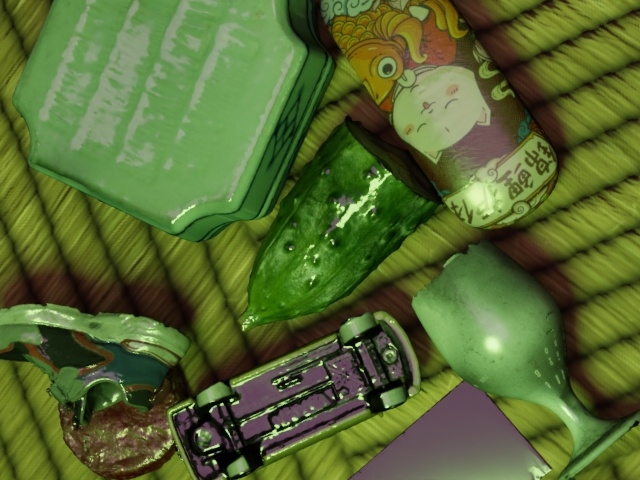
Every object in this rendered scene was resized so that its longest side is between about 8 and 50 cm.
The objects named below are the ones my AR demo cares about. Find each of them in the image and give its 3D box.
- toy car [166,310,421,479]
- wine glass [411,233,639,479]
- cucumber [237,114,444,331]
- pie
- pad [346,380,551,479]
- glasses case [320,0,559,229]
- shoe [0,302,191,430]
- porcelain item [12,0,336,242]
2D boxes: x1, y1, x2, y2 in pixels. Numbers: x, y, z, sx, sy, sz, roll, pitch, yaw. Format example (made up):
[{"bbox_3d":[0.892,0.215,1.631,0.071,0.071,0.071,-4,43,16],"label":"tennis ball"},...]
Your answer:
[{"bbox_3d":[-0.023,0.162,1.783,0.257,0.124,0.101,-24,82,2],"label":"toy car"},{"bbox_3d":[0.202,0.117,1.728,0.126,0.126,0.241,-42,82,8],"label":"wine glass"},{"bbox_3d":[0.002,0.002,1.786,0.134,0.134,0.244,45,101,12],"label":"cucumber"},{"bbox_3d":[-0.207,0.178,1.867,0.154,0.036,0.154,-1,84,15],"label":"pie"},{"bbox_3d":[0.124,0.246,1.802,0.190,0.004,0.127,-42,79,9],"label":"pad"},{"bbox_3d":[0.119,-0.157,1.782,0.122,0.082,0.321,-35,80,8],"label":"glasses case"},{"bbox_3d":[-0.248,0.135,1.812,0.228,0.099,0.125,3,78,14],"label":"shoe"},{"bbox_3d":[-0.147,-0.161,1.809,0.281,0.157,0.285,23,94,16],"label":"porcelain item"}]
